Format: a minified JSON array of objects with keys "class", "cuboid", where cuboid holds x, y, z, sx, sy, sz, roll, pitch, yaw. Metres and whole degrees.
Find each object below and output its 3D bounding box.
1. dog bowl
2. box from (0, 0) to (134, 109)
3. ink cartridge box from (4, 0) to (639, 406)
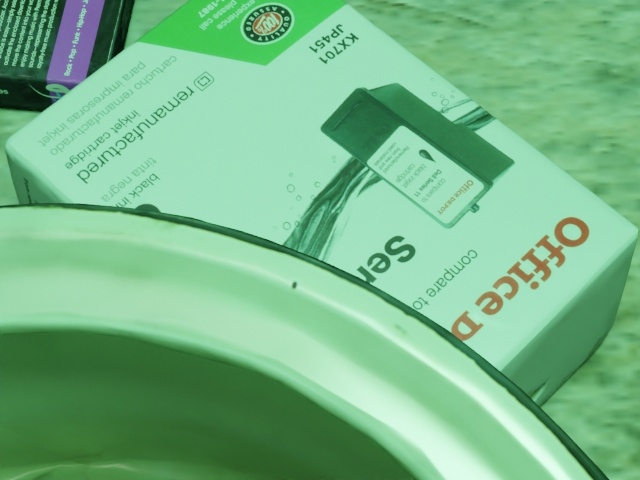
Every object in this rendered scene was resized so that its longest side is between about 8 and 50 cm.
[{"class":"dog bowl","cuboid":[-0.085,0.203,0.407,0.408,0.150,0.408,-2,64,5]},{"class":"box","cuboid":[-0.171,-0.118,0.696,0.162,0.029,0.116,6,58,2]},{"class":"ink cartridge box","cuboid":[0.000,0.000,0.591,0.208,0.087,0.153,40,67,20]}]
